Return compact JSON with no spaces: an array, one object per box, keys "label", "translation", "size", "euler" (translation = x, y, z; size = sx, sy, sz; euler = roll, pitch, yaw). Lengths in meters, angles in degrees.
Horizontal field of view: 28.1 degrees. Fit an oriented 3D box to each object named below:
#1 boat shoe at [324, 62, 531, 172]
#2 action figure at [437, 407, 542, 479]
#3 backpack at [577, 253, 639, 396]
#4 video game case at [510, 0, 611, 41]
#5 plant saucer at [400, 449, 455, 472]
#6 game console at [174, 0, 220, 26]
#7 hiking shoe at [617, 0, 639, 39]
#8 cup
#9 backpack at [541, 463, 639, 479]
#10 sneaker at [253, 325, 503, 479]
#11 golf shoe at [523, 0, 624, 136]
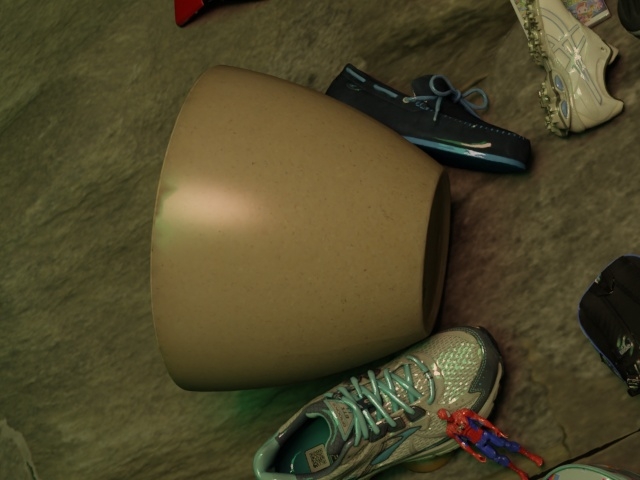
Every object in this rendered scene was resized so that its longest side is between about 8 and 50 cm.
[{"label":"boat shoe","translation":[0.105,-0.137,1.338],"size":[0.258,0.109,0.089],"euler":[19,87,30]},{"label":"action figure","translation":[0.161,0.194,1.236],"size":[0.115,0.030,0.038],"euler":[33,103,-9]},{"label":"backpack","translation":[0.302,0.078,1.185],"size":[0.105,0.084,0.114],"euler":[-49,49,12]},{"label":"video game case","translation":[0.242,-0.264,1.341],"size":[0.087,0.011,0.122],"euler":[-29,66,21]},{"label":"plant saucer","translation":[0.102,0.197,1.317],"size":[0.083,0.015,0.083],"euler":[-7,76,28]},{"label":"game console","translation":[-0.123,-0.345,1.569],"size":[0.124,0.085,0.144],"euler":[-4,76,-3]},{"label":"hiking shoe","translation":[0.405,-0.254,1.121],"size":[0.304,0.132,0.113],"euler":[-40,20,5]},{"label":"cup","translation":[0.000,0.000,1.269],"size":[0.236,0.331,0.331],"euler":[6,82,14]},{"label":"backpack","translation":[0.242,0.294,1.143],"size":[0.166,0.144,0.188],"euler":[27,90,37]},{"label":"sneaker","translation":[0.055,0.180,1.266],"size":[0.283,0.122,0.110],"euler":[-38,63,17]},{"label":"golf shoe","translation":[0.254,-0.196,1.291],"size":[0.086,0.069,0.176],"euler":[-12,87,4]}]
